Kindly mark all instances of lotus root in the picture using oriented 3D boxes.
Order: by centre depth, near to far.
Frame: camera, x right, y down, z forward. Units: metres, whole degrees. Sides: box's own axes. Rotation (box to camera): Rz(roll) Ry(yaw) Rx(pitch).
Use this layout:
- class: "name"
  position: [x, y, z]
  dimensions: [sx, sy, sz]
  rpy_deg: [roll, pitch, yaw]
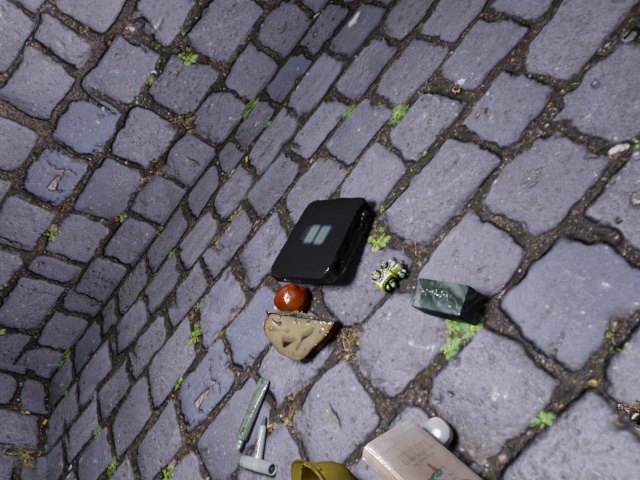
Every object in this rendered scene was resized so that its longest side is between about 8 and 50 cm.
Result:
- class: "lotus root"
  position: [-0.073, 0.319, 1.753]
  dimensions: [0.261, 0.074, 0.170]
  rpy_deg: [12, 92, 27]

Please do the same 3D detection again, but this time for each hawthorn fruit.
- class: "hawthorn fruit"
  position: [-0.103, 0.212, 1.865]
  dimensions: [0.128, 0.128, 0.128]
  rpy_deg: [-27, 47, 34]

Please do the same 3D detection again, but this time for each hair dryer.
- class: "hair dryer"
  position: [-0.189, 0.673, 1.720]
  dimensions: [0.155, 0.044, 0.183]
  rpy_deg: [-8, 57, 43]

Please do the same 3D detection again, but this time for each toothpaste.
- class: "toothpaste"
  position: [-0.244, 0.611, 1.823]
  dimensions: [0.067, 0.037, 0.255]
  rpy_deg: [-6, 58, 53]

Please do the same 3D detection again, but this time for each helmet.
- class: "helmet"
  position: [0.036, 0.677, 1.385]
  dimensions: [0.257, 0.140, 0.205]
  rpy_deg: [7, 103, 63]

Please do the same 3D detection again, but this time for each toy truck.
- class: "toy truck"
  position: [0.219, 0.109, 1.620]
  dimensions: [0.111, 0.076, 0.077]
  rpy_deg: [-51, 55, 7]

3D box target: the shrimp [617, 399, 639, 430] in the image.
- class: "shrimp"
  position: [0.690, 0.336, 0.947]
  dimensions: [0.267, 0.061, 0.145]
  rpy_deg: [0, 57, 52]

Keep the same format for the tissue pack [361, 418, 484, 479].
- class: "tissue pack"
  position: [0.262, 0.543, 1.147]
  dimensions: [0.325, 0.170, 0.071]
  rpy_deg: [34, 125, 41]

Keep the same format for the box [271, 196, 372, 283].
- class: "box"
  position: [0.000, 0.000, 1.875]
  dimensions: [0.350, 0.091, 0.359]
  rpy_deg: [-1, 52, 49]

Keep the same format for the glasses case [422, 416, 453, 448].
- class: "glasses case"
  position: [0.257, 0.534, 1.302]
  dimensions: [0.197, 0.049, 0.076]
  rpy_deg: [-55, 40, 5]

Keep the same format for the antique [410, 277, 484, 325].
- class: "antique"
  position: [0.341, 0.165, 1.427]
  dimensions: [0.183, 0.086, 0.088]
  rpy_deg: [5, 69, 50]
